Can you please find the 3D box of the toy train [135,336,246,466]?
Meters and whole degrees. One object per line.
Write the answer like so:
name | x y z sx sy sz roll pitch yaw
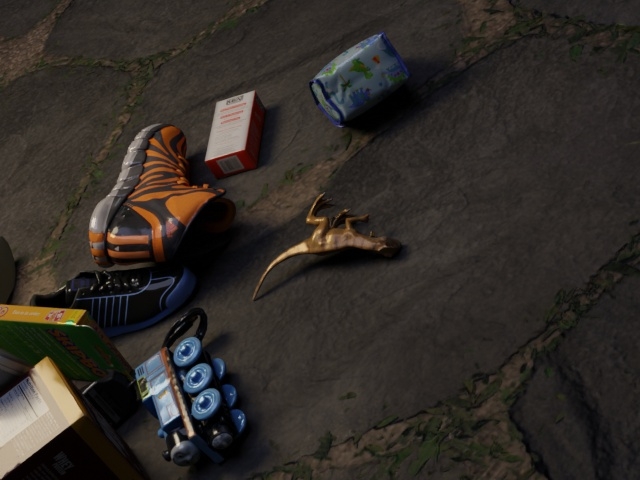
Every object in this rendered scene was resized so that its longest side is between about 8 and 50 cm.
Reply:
toy train | -0.160 0.200 1.571 0.105 0.080 0.184 -37 40 7

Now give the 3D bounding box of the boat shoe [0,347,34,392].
boat shoe | -0.418 0.198 1.596 0.118 0.320 0.103 28 66 -2

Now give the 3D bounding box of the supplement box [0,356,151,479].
supplement box | -0.323 0.281 1.493 0.194 0.191 0.129 -38 40 -8

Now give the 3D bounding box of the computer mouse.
computer mouse | -0.242 0.172 1.660 0.242 0.071 0.041 -40 29 -14

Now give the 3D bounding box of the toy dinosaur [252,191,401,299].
toy dinosaur | 0.000 0.000 1.689 0.211 0.064 0.112 -12 43 23

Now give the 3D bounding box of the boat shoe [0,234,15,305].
boat shoe | -0.519 0.085 1.922 0.081 0.079 0.228 -13 45 15

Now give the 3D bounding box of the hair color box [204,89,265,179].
hair color box | -0.129 -0.162 1.964 0.072 0.043 0.141 -14 43 20

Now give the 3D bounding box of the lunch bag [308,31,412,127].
lunch bag | 0.054 -0.234 1.884 0.128 0.096 0.151 -33 9 -3

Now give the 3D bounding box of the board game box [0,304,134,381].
board game box | -0.369 0.138 1.730 0.259 0.124 0.039 4 49 36

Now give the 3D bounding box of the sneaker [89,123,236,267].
sneaker | -0.201 -0.061 1.861 0.180 0.125 0.321 2 38 11

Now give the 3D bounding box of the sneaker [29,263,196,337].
sneaker | -0.289 0.077 1.772 0.232 0.090 0.081 -24 39 10
